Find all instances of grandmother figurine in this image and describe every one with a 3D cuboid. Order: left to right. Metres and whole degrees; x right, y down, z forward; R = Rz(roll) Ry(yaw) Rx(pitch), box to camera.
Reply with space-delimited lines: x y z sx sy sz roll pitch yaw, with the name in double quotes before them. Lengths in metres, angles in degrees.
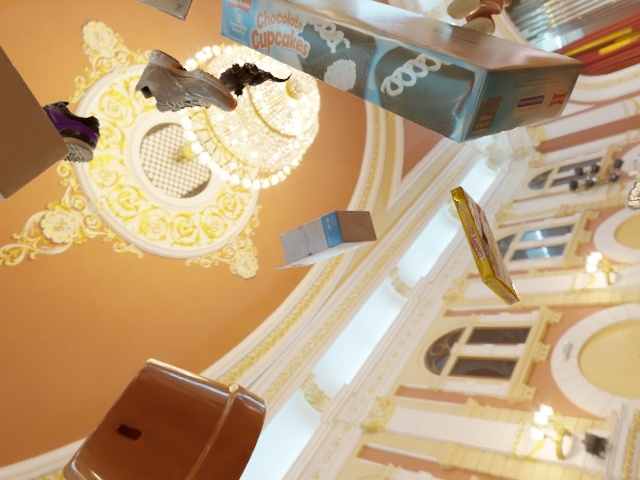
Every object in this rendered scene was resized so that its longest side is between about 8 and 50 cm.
"grandmother figurine" 0.376 -0.608 1.015 0.208 0.104 0.342 38 -114 -46

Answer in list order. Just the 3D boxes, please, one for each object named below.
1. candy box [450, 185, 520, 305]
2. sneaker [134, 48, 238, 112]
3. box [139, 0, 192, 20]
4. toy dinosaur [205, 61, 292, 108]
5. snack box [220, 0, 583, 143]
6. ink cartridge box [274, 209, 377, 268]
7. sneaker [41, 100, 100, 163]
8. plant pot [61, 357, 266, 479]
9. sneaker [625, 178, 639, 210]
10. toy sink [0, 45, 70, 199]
"candy box" 0.286 0.005 0.811 0.105 0.027 0.205 36 -144 -40
"sneaker" -0.308 -0.330 1.056 0.121 0.263 0.099 -60 -21 -5
"box" -0.333 -0.634 1.011 0.148 0.121 0.311 16 -133 -28
"toy dinosaur" -0.248 -0.533 1.502 0.314 0.160 0.121 -29 -58 -18
"snack box" 0.066 -0.196 0.469 0.187 0.322 0.060 -20 -46 -39
"ink cartridge box" 0.000 0.000 0.862 0.104 0.180 0.060 -4 -104 -50
"sneaker" -0.700 -0.293 1.174 0.294 0.102 0.146 12 -114 -4
"plant pot" -0.252 0.325 0.734 0.203 0.291 0.290 38 -124 -8
"sneaker" 0.372 -0.091 0.415 0.083 0.222 0.118 4 -98 -6
"toy sink" -0.584 -0.210 0.786 0.152 0.131 0.234 -58 -34 -37
